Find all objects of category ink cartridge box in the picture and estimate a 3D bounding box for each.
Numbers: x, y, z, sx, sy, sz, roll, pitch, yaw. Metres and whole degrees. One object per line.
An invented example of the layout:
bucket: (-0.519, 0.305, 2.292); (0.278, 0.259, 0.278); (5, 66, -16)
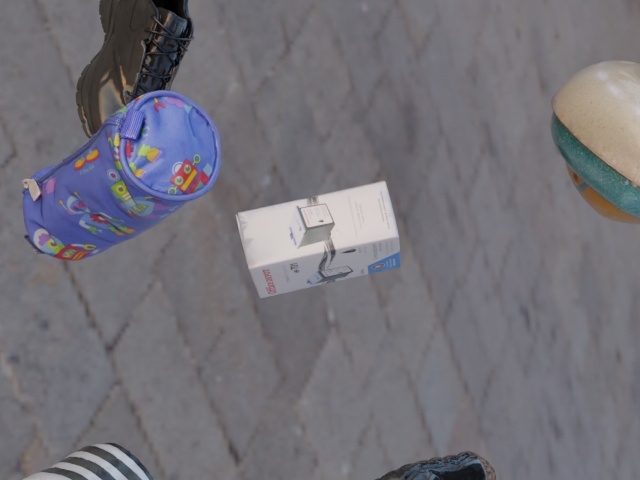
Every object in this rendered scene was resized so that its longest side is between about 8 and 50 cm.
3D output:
ink cartridge box: (0.000, 0.000, 1.885); (0.139, 0.190, 0.082); (76, 0, -72)

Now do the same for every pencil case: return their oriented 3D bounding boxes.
pencil case: (-0.230, -0.066, 1.651); (0.133, 0.306, 0.119); (25, 64, -25)

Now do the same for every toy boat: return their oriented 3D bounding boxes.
toy boat: (0.345, -0.039, 1.394); (0.148, 0.318, 0.267); (-59, 175, 19)

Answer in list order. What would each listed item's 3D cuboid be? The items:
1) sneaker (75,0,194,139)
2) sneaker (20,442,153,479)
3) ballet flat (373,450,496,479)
sneaker: (-0.221, -0.228, 1.862); (0.109, 0.130, 0.286); (18, 69, -42)
sneaker: (-0.238, 0.342, 1.202); (0.257, 0.169, 0.447); (-28, 152, -54)
ballet flat: (0.077, 0.171, 1.019); (0.173, 0.049, 0.057); (17, 71, -59)
